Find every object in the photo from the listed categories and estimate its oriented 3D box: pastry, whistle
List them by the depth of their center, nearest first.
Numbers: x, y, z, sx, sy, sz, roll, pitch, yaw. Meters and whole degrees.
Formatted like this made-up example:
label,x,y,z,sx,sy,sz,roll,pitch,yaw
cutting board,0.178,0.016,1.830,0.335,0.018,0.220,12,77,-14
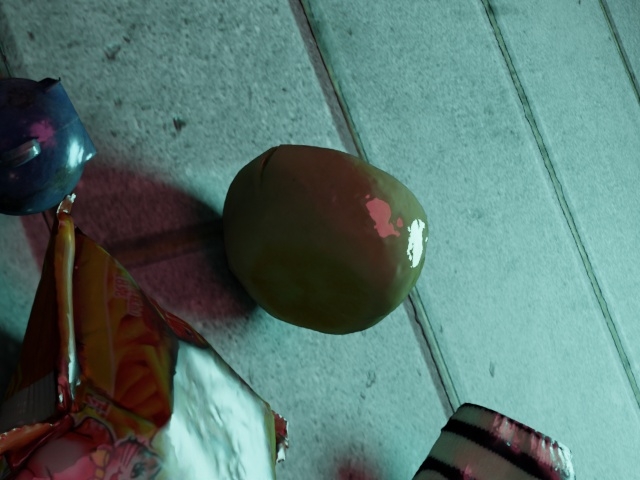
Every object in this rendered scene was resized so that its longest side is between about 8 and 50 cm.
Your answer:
label,x,y,z,sx,sy,sz,roll,pitch,yaw
whistle,-0.185,-0.059,0.878,0.090,0.090,0.158,60,-9,-13
pastry,0.000,0.000,1.054,0.156,0.156,0.092,50,40,-28

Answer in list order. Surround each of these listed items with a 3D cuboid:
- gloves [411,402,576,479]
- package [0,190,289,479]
label,x,y,z,sx,sy,sz,roll,pitch,yaw
gloves,0.124,0.251,1.138,0.140,0.131,0.219,36,73,-45
package,-0.101,0.128,0.854,0.288,0.108,0.223,53,27,-38
